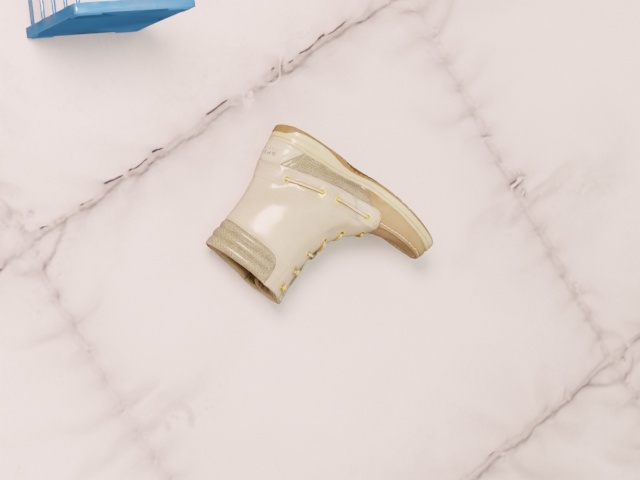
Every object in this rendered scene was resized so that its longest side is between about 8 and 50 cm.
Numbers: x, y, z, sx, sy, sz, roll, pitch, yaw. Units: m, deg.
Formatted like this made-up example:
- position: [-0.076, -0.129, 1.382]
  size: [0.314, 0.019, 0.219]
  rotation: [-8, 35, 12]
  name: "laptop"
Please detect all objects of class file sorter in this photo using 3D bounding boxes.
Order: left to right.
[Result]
- position: [-0.210, -0.259, 1.663]
  size: [0.118, 0.170, 0.104]
  rotation: [-8, 92, -24]
  name: "file sorter"

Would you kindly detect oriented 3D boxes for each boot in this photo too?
- position: [0.000, 0.000, 1.818]
  size: [0.213, 0.077, 0.165]
  rotation: [35, 77, -16]
  name: "boot"
